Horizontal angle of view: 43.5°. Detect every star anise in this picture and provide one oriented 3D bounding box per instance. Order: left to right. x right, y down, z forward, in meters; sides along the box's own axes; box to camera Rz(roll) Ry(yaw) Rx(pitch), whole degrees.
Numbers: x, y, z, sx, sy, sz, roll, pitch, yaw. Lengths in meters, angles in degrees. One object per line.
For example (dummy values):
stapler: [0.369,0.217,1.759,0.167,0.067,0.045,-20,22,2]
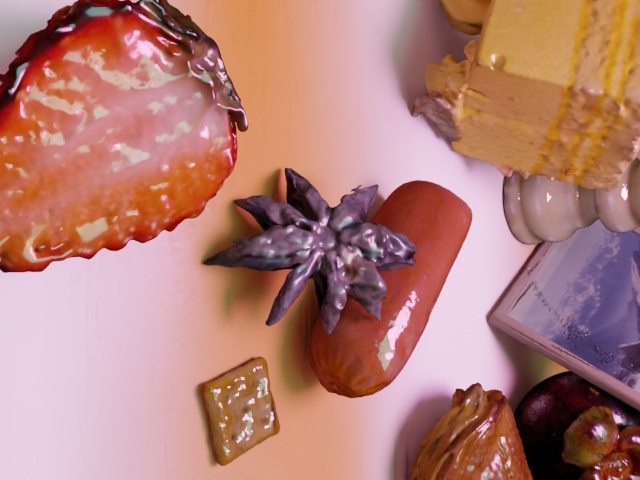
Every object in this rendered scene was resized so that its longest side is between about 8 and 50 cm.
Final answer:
star anise: [0.000,0.000,0.778,0.204,0.061,0.181,17,58,-9]

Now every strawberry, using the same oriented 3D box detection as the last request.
strawberry: [-0.182,-0.082,0.608,0.236,0.111,0.190,-37,129,-16]

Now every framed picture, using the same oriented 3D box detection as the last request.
framed picture: [0.425,0.078,1.180,0.335,0.247,0.022,-44,156,-38]

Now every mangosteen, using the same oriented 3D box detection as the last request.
mangosteen: [0.367,0.280,1.116,0.209,0.209,0.210,1,88,-48]

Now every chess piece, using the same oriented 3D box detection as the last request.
chess piece: [0.403,-0.064,1.125,0.144,0.251,0.145,0,90,-48]

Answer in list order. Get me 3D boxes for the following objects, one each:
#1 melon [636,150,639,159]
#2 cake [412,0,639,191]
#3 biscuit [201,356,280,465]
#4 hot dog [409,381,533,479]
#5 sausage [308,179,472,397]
melon: [0.578,-0.126,1.341,0.317,0.223,0.223,44,58,-39]
cake: [0.264,-0.224,0.988,0.222,0.285,0.228,78,29,-66]
biscuit: [-0.075,0.162,0.769,0.081,0.018,0.083,-19,103,-46]
hot dog: [0.195,0.307,0.989,0.196,0.122,0.272,-38,112,-43]
sausage: [0.074,0.052,0.863,0.114,0.113,0.259,54,51,-32]
